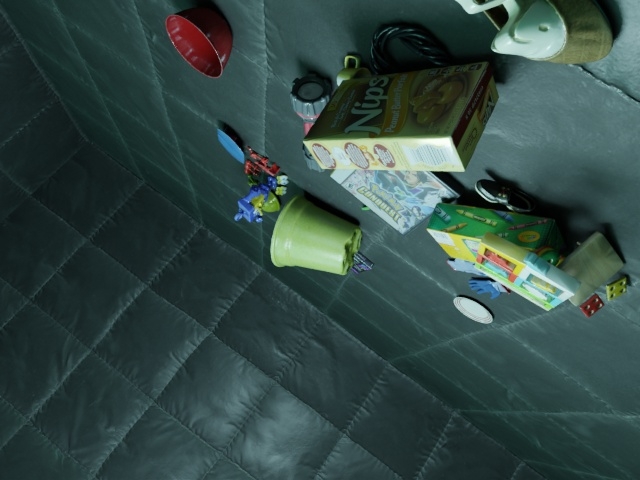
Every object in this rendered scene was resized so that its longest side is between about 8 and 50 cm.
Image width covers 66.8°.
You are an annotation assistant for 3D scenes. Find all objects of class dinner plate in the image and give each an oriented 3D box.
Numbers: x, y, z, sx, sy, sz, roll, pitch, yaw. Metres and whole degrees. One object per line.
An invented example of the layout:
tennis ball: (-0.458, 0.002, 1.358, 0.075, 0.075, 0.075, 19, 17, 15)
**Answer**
dinner plate: (0.523, 0.234, 1.659, 0.141, 0.017, 0.141, 32, 161, 13)

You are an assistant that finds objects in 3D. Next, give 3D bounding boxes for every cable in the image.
cable: (0.172, -0.335, 0.925, 0.184, 0.047, 0.150, 42, 160, -12)

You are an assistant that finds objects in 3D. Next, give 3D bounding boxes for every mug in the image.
mug: (0.072, -0.357, 1.059, 0.062, 0.078, 0.064, 11, -165, -45)

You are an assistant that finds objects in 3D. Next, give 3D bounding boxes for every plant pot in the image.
plant pot: (0.000, 0.000, 1.734, 0.254, 0.276, 0.276, 18, 155, 18)

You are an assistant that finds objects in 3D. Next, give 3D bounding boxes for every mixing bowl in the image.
mixing bowl: (-0.293, -0.522, 1.241, 0.181, 0.098, 0.181, 32, 160, 13)

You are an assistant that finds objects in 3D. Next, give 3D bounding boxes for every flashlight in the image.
flashlight: (-0.014, -0.292, 1.274, 0.103, 0.103, 0.304, 28, 158, 18)

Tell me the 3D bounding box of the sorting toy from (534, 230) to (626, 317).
sorting toy: (0.557, 0.058, 1.031, 0.274, 0.132, 0.046, 37, -166, -31)

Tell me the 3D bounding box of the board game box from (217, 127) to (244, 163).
board game box: (-0.315, -0.351, 1.766, 0.133, 0.033, 0.168, 44, 167, 0)

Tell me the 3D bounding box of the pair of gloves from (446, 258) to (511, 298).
pair of gloves: (0.474, 0.107, 1.447, 0.198, 0.023, 0.159, 43, 162, -13)

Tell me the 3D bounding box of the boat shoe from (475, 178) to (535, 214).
boat shoe: (0.403, -0.100, 1.055, 0.133, 0.049, 0.042, 29, 165, 3)

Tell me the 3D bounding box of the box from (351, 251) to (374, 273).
box: (0.140, 0.082, 1.973, 0.116, 0.029, 0.162, 39, 162, -7)

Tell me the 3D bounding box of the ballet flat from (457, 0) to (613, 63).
ballet flat: (0.249, -0.338, 0.661, 0.342, 0.124, 0.116, 41, 161, -12)

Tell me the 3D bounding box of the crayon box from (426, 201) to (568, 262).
crayon box: (0.412, -0.001, 1.141, 0.278, 0.081, 0.165, 14, 163, 41)

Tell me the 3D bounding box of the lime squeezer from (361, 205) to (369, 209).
lime squeezer: (0.150, -0.138, 1.406, 0.110, 0.059, 0.310, 30, 160, 20)

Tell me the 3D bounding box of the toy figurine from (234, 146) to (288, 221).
toy figurine: (-0.271, -0.160, 1.857, 0.191, 0.217, 0.362, 36, 160, 4)

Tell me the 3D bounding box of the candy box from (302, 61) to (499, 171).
candy box: (0.141, -0.223, 0.901, 0.316, 0.183, 0.087, 9, 148, 40)

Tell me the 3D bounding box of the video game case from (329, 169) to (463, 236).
video game case: (0.185, -0.151, 1.251, 0.275, 0.035, 0.248, 39, 146, -5)

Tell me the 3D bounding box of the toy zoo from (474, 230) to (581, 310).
toy zoo: (0.416, 0.065, 1.004, 0.192, 0.030, 0.293, 33, 175, 21)
